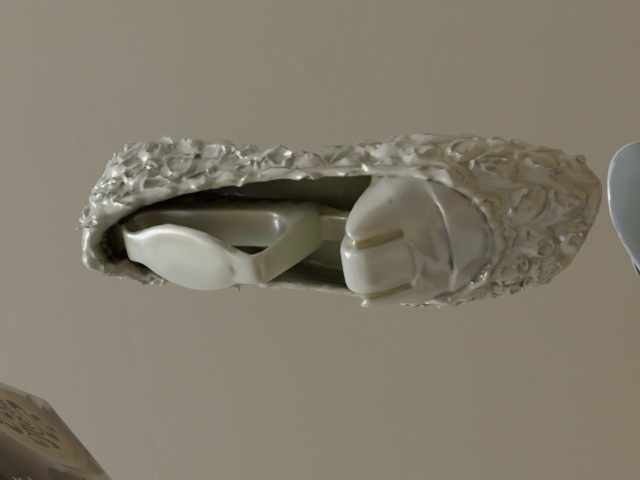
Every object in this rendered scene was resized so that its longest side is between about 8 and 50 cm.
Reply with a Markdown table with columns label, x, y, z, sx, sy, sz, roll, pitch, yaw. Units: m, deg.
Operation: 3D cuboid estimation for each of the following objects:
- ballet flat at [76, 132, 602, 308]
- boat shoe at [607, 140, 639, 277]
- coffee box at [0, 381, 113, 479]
| label | x | y | z | sx | sy | sz | roll | pitch | yaw |
| --- | --- | --- | --- | --- | --- | --- | --- | --- | --- |
| ballet flat | 0.000 | 0.000 | 0.719 | 0.409 | 0.147 | 0.147 | 1 | -78 | 17 |
| boat shoe | 0.333 | 0.006 | 0.920 | 0.078 | 0.070 | 0.219 | -22 | -83 | 11 |
| coffee box | -0.249 | 0.228 | 0.761 | 0.119 | 0.297 | 0.168 | -54 | -43 | -3 |
